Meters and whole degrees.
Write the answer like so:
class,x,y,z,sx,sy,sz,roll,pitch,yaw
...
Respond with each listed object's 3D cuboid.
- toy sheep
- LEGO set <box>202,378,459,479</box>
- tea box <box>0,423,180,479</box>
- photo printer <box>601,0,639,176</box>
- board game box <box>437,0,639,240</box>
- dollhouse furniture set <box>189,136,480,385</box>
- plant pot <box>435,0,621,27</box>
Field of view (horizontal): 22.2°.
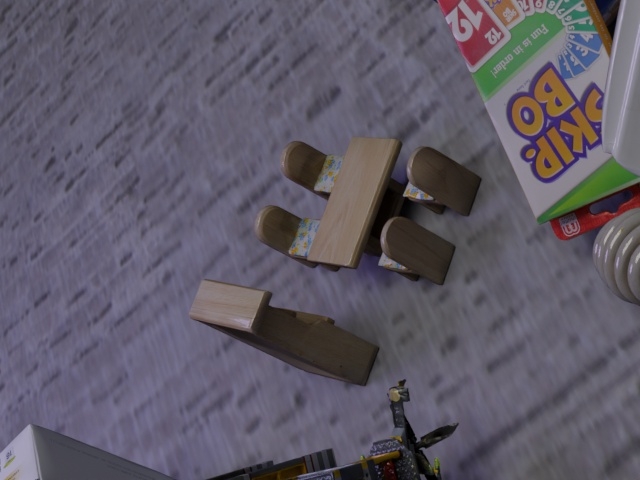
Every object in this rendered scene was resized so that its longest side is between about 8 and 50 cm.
class,x,y,z,sx,sy,sz,roll,pitch,yaw
toy sheep,0.274,0.012,1.370,0.091,0.091,0.132,-60,23,2
LEGO set,0.010,0.291,1.474,0.331,0.192,0.255,-29,77,40
tea box,-0.288,0.428,1.655,0.329,0.220,0.323,-43,40,23
photo printer,0.308,-0.228,1.307,0.307,0.107,0.256,-62,-18,-52
board game box,0.202,-0.134,1.412,0.124,0.039,0.259,-25,92,31
dollhouse furniture set,0.000,0.000,1.633,0.212,0.161,0.242,8,74,52
plant pot,0.190,-0.307,1.554,0.236,0.236,0.212,-50,44,16
